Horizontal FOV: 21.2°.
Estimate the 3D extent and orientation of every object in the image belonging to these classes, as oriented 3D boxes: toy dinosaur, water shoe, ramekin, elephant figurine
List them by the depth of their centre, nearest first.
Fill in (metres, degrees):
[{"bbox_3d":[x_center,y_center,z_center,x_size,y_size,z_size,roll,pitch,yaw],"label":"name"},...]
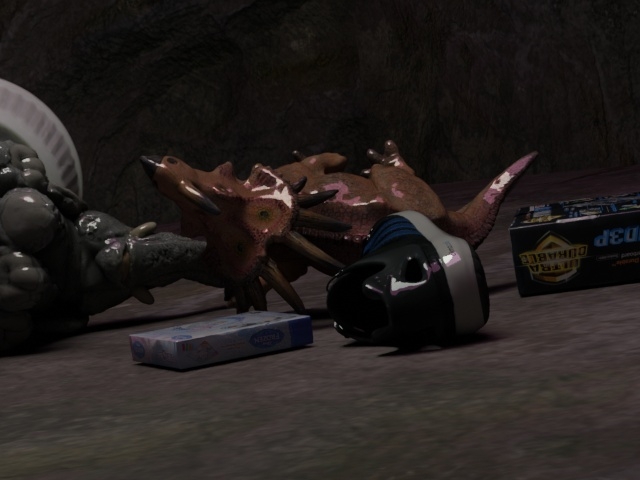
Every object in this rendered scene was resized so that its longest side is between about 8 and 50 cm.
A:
[{"bbox_3d":[0.038,0.023,1.048,0.080,0.073,0.203,-11,3,-12],"label":"water shoe"},{"bbox_3d":[0.024,-0.008,1.224,0.295,0.127,0.200,-4,2,-5],"label":"toy dinosaur"},{"bbox_3d":[-0.214,0.018,1.377,0.169,0.186,0.239,-51,-24,15],"label":"elephant figurine"},{"bbox_3d":[-0.408,-0.052,1.946,0.273,0.273,0.127,-8,14,-5],"label":"ramekin"}]

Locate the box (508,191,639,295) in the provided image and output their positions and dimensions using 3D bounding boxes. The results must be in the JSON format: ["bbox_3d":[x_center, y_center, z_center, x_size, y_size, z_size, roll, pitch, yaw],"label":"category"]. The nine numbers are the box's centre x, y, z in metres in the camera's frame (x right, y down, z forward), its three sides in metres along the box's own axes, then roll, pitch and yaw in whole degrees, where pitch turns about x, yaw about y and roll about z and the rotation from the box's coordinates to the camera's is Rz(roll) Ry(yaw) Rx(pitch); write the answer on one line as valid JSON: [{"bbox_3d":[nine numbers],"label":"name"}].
[{"bbox_3d":[0.231,-0.006,1.258,0.175,0.051,0.220,-8,3,8],"label":"box"}]

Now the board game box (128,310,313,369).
[{"bbox_3d":[-0.064,0.062,1.075,0.090,0.020,0.090,-9,4,-24],"label":"board game box"}]

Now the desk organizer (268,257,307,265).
[{"bbox_3d":[0.000,0.000,1.799,0.130,0.047,0.050,-9,1,-19],"label":"desk organizer"}]
